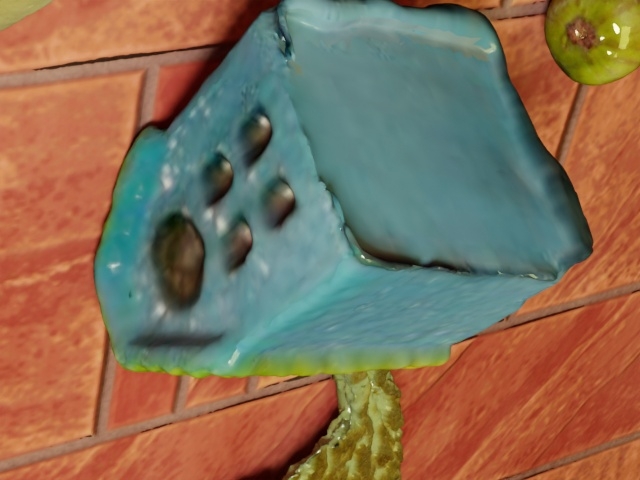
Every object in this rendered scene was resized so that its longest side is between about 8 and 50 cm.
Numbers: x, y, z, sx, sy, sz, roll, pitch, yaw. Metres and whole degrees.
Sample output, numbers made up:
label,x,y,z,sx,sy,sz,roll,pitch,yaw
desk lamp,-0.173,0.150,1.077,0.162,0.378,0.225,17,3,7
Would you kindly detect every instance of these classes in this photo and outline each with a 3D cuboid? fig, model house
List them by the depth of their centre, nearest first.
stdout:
label,x,y,z,sx,sy,sz,roll,pitch,yaw
model house,0.000,0.000,1.112,0.237,0.215,0.303,2,145,-43
fig,0.227,-0.178,1.277,0.093,0.093,0.166,-63,177,20

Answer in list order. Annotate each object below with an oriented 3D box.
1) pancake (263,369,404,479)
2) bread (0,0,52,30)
label,x,y,z,sx,sy,sz,roll,pitch,yaw
pancake,-0.030,0.244,1.412,0.197,0.054,0.376,9,115,-47
bread,-0.213,-0.176,0.846,0.139,0.060,0.178,-22,153,33
